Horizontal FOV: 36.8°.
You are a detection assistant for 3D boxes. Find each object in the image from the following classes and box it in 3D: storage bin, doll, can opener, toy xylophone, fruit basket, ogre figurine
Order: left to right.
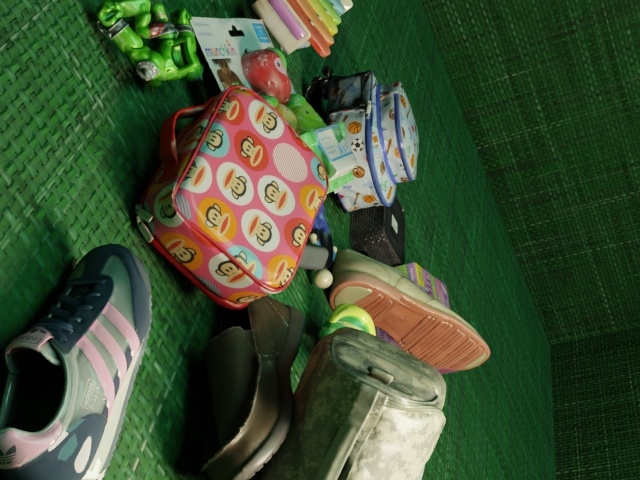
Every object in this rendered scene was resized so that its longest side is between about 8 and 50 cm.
[{"bbox_3d":[-0.232,-0.281,1.369,0.118,0.097,0.197,65,8,5],"label":"ogre figurine"},{"bbox_3d":[-0.074,0.040,1.627,0.283,0.076,0.095,10,99,-68],"label":"can opener"},{"bbox_3d":[-0.073,-0.226,1.652,0.353,0.166,0.327,70,21,-4],"label":"fruit basket"},{"bbox_3d":[-0.055,-0.480,1.887,0.236,0.081,0.322,48,30,-17],"label":"toy xylophone"},{"bbox_3d":[0.000,0.000,1.821,0.129,0.046,0.188,40,40,-63],"label":"doll"},{"bbox_3d":[0.130,-0.030,2.154,0.180,0.084,0.122,-86,153,-43],"label":"storage bin"}]

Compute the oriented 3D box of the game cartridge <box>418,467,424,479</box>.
[{"bbox_3d":[0.143,0.423,1.764,0.294,0.060,0.196,-69,177,-57],"label":"game cartridge"}]

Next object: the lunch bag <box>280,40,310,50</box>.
[{"bbox_3d":[-0.059,-0.437,1.988,0.071,0.053,0.083,-39,122,-66],"label":"lunch bag"}]

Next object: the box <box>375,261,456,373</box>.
[{"bbox_3d":[0.214,0.187,2.177,0.243,0.117,0.213,31,48,-61],"label":"box"}]

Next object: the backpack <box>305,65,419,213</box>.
[{"bbox_3d":[0.100,-0.197,2.041,0.276,0.213,0.263,54,39,-50],"label":"backpack"}]

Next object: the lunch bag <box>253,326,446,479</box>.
[{"bbox_3d":[0.030,0.294,1.321,0.305,0.213,0.256,-64,170,7],"label":"lunch bag"}]

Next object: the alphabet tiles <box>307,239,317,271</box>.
[{"bbox_3d":[-0.039,-0.082,1.854,0.198,0.009,0.237,53,30,-46],"label":"alphabet tiles"}]

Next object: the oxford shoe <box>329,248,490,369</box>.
[{"bbox_3d":[0.191,0.135,1.962,0.397,0.140,0.146,33,34,-26],"label":"oxford shoe"}]

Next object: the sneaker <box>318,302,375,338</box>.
[{"bbox_3d":[0.055,0.260,1.770,0.123,0.109,0.295,-34,117,-38],"label":"sneaker"}]

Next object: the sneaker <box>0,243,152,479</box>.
[{"bbox_3d":[-0.259,0.108,1.000,0.131,0.112,0.319,59,25,-44],"label":"sneaker"}]

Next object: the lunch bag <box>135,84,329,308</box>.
[{"bbox_3d":[-0.128,-0.076,1.364,0.258,0.120,0.293,44,44,-22],"label":"lunch bag"}]

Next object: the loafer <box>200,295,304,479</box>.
[{"bbox_3d":[-0.118,0.197,1.331,0.130,0.134,0.366,36,26,-16],"label":"loafer"}]
